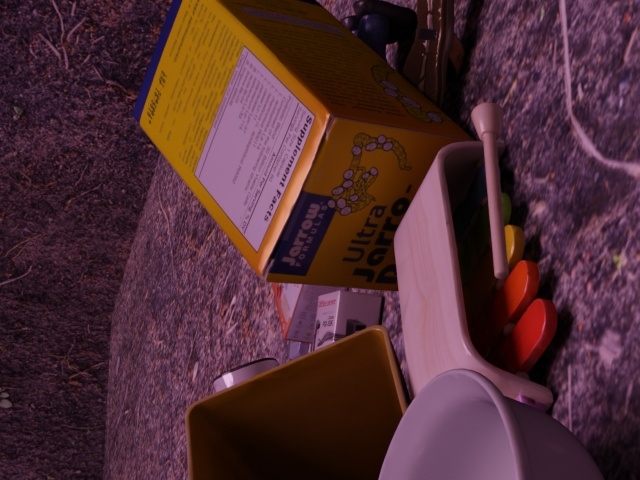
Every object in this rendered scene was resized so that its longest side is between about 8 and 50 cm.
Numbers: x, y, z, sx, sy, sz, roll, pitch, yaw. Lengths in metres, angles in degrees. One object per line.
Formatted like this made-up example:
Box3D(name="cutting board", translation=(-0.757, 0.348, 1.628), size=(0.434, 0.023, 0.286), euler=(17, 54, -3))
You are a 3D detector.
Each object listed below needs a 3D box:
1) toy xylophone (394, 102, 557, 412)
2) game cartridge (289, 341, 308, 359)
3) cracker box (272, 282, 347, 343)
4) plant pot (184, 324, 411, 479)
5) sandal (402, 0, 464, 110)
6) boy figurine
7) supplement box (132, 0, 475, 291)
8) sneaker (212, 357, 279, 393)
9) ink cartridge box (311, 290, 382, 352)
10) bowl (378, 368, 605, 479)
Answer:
Box3D(name="toy xylophone", translation=(0.140, 0.030, 1.183), size=(0.236, 0.081, 0.323), euler=(120, 155, -52))
Box3D(name="game cartridge", translation=(-0.027, 0.125, 1.868), size=(0.056, 0.017, 0.083), euler=(151, 128, -66))
Box3D(name="cracker box", translation=(0.000, 0.000, 1.751), size=(0.156, 0.067, 0.232), euler=(-106, 30, -57))
Box3D(name="plant pot", translation=(0.014, 0.243, 1.228), size=(0.212, 0.212, 0.187), euler=(-103, -14, -54))
Box3D(name="sandal", translation=(0.131, -0.208, 1.436), size=(0.072, 0.049, 0.180), euler=(32, 118, 59))
Box3D(name="boy figurine", translation=(0.056, -0.147, 1.597), size=(0.177, 0.092, 0.285), euler=(138, 139, -66))
Box3D(name="supplement box", translation=(-0.031, -0.124, 1.454), size=(0.356, 0.195, 0.194), euler=(49, 124, 44))
Box3D(name="sneaker", translation=(-0.046, 0.259, 1.666), size=(0.295, 0.123, 0.178), euler=(58, -169, -73))
Box3D(name="ink cartridge box", translation=(0.026, 0.131, 1.585), size=(0.099, 0.056, 0.135), euler=(156, 122, -73))
Box3D(name="bowl", translation=(0.137, 0.248, 0.950), size=(0.298, 0.134, 0.298), euler=(-169, 90, -75))
